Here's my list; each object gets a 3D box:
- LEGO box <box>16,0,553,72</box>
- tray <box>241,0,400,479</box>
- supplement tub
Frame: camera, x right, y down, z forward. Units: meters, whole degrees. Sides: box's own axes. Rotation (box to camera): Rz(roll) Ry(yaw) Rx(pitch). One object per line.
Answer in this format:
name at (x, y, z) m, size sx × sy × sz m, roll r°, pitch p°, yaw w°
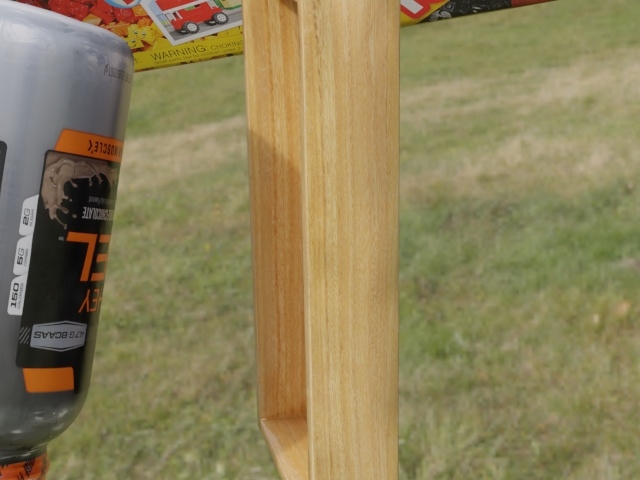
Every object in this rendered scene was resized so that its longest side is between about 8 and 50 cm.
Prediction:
LEGO box at (-0.057, -0.363, 1.009) m, size 0.499 × 0.372 × 0.193 m, roll -7°, pitch 51°, yaw 17°
tray at (0.000, 0.000, 0.892) m, size 0.076 × 0.411 × 0.203 m, roll -5°, pitch 20°, yaw -14°
supplement tub at (-0.254, 0.007, 0.830) m, size 0.207 × 0.338 × 0.207 m, roll 9°, pitch 1°, yaw 0°
